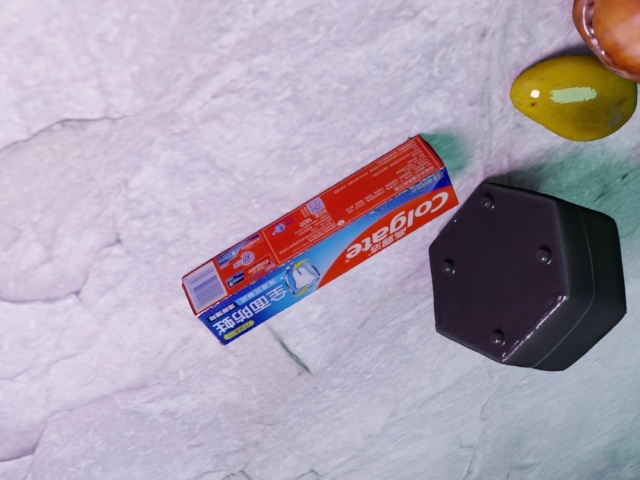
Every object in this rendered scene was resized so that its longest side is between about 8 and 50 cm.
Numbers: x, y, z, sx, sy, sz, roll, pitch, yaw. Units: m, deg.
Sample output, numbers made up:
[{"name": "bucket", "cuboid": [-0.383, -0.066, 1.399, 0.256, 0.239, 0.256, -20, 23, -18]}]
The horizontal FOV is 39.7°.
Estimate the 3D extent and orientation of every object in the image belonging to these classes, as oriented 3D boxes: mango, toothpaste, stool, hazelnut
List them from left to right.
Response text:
[{"name": "toothpaste", "cuboid": [0.000, 0.001, 1.006, 0.320, 0.066, 0.076, -31, 141, 2]}, {"name": "stool", "cuboid": [0.248, 0.046, 1.091, 0.141, 0.232, 0.232, 11, 126, -39]}, {"name": "mango", "cuboid": [0.289, -0.162, 1.007, 0.161, 0.076, 0.103, 5, 136, -25]}, {"name": "hazelnut", "cuboid": [0.355, -0.240, 0.901, 0.182, 0.182, 0.182, -17, 139, -16]}]
